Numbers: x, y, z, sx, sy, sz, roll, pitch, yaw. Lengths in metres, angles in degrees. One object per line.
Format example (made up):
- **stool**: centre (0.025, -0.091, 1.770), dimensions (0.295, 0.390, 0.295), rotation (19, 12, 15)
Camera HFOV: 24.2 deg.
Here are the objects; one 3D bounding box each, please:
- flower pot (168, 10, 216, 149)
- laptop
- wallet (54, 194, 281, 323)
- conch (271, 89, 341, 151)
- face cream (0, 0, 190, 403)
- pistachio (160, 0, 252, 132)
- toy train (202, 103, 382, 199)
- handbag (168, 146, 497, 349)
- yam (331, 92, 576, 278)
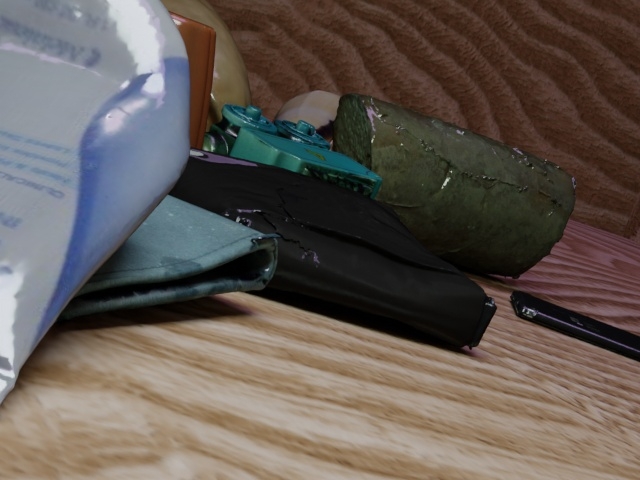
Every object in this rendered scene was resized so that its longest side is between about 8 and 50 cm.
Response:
- **flower pot**: centre (-0.179, -0.133, 1.357), dimensions (0.190, 0.173, 0.190), rotation (22, 6, -2)
- **laptop**: centre (0.286, 0.094, 1.552), dimensions (0.180, 0.016, 0.129), rotation (21, 7, 1)
- **wallet**: centre (-0.186, -0.018, 0.912), dimensions (0.251, 0.054, 0.290), rotation (21, 8, 19)
- **conch**: centre (-0.009, -0.106, 1.973), dimensions (0.158, 0.127, 0.255), rotation (4, 30, 17)
- **face cream**: centre (-0.190, -0.050, 0.767), dimensions (0.234, 0.137, 0.420), rotation (23, 27, 4)
- **pistachio**: centre (-0.165, -0.182, 1.650), dimensions (0.293, 0.162, 0.181), rotation (56, -3, 47)
- **toy train**: centre (-0.035, -0.061, 1.507), dimensions (0.198, 0.107, 0.154), rotation (13, 18, -46)
- **handbag**: centre (0.000, 0.000, 1.194), dimensions (0.246, 0.080, 0.223), rotation (17, 8, -24)
- **yam**: centre (0.136, -0.060, 1.716), dimensions (0.304, 0.168, 0.168), rotation (15, 8, -31)
